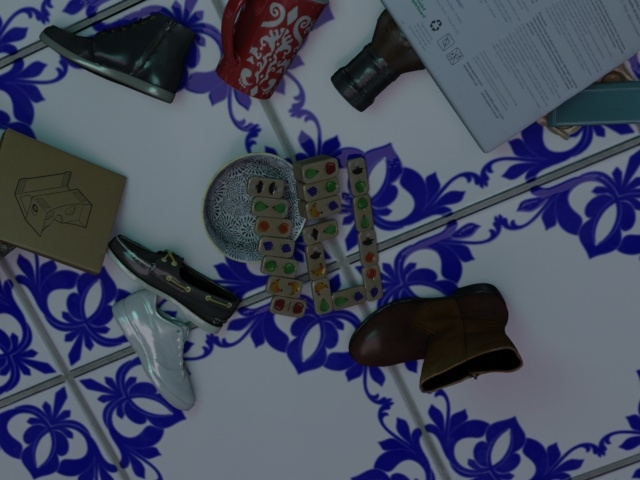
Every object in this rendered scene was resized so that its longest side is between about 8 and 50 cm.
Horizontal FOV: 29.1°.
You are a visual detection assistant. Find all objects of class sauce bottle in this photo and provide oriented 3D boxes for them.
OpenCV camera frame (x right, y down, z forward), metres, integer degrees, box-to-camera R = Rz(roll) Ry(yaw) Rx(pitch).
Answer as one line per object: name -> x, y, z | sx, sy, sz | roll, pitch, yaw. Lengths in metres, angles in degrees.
sauce bottle -> 0.159, -0.322, 1.751 | 0.344, 0.111, 0.111 | -43, 101, 14

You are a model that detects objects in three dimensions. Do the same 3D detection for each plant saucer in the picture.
plant saucer -> 0.431, -0.199, 1.804 | 0.192, 0.018, 0.067 | -2, 115, 6

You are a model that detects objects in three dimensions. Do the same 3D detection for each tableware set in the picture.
tableware set -> 0.374, -0.239, 1.811 | 0.169, 0.020, 0.141 | -38, 102, 14

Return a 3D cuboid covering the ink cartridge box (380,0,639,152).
ink cartridge box -> 0.283, -0.324, 1.678 | 0.330, 0.071, 0.324 | -35, 129, 7

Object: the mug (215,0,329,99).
mug -> -0.091, -0.304, 1.772 | 0.150, 0.113, 0.169 | 16, 116, -29

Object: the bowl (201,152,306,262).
bowl -> -0.111, -0.057, 1.863 | 0.170, 0.080, 0.170 | -6, 106, -22

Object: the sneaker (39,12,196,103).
sneaker -> -0.297, -0.296, 1.822 | 0.222, 0.083, 0.118 | 23, 90, 3

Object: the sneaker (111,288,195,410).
sneaker -> -0.242, 0.173, 1.969 | 0.094, 0.080, 0.212 | -30, 103, 1

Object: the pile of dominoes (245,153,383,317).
pile of dominoes -> 0.000, 0.000, 1.861 | 0.196, 0.040, 0.251 | -16, 109, -21

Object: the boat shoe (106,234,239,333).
boat shoe -> -0.231, 0.055, 1.925 | 0.228, 0.081, 0.068 | 37, 104, -15

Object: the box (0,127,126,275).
box -> -0.401, -0.055, 1.839 | 0.201, 0.021, 0.164 | 23, 68, -29

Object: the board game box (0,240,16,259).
board game box -> -0.594, -0.066, 1.812 | 0.291, 0.232, 0.141 | 54, 147, -13

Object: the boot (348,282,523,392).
boot -> 0.162, 0.171, 1.825 | 0.264, 0.280, 0.096 | -13, 107, 8
